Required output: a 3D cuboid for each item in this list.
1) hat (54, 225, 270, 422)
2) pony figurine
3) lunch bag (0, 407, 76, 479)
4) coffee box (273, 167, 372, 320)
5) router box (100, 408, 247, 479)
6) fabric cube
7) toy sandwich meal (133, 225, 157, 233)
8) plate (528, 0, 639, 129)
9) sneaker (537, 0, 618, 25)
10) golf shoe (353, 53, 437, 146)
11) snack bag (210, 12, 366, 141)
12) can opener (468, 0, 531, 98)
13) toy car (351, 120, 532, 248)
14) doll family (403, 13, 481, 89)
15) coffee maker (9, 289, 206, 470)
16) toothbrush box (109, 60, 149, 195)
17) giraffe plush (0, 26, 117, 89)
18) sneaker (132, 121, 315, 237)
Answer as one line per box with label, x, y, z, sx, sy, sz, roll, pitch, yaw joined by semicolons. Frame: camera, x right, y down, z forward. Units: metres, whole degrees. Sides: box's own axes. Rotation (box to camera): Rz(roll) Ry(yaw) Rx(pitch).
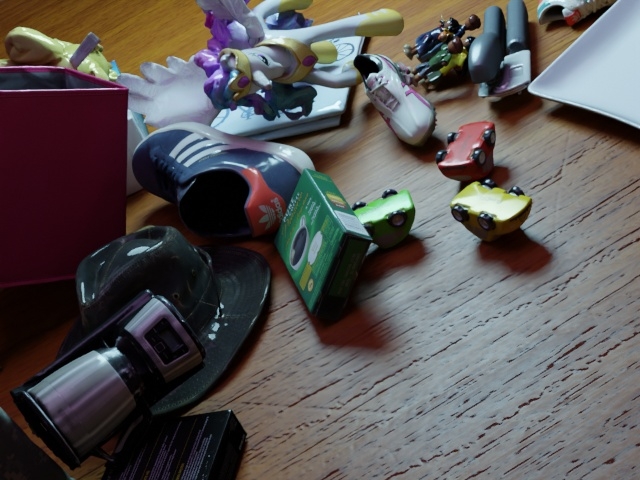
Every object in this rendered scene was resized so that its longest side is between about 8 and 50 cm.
hat;-0.221;0.069;1.206;0.331;0.134;0.331;-17;33;12
pony figurine;-0.108;-0.300;1.475;0.351;0.303;0.363;25;33;32
lunch bag;-0.438;0.225;1.032;0.287;0.235;0.169;3;47;37
coffee box;0.000;0.000;1.178;0.040;0.113;0.184;13;21;-24
router box;-0.158;0.253;0.975;0.133;0.046;0.179;-12;34;22
fabric cube;-0.427;-0.098;1.365;0.254;0.258;0.259;-8;19;-32
toy sandwich meal;-0.254;0.012;1.411;0.085;0.029;0.085;-29;27;16
plate;0.444;-0.236;1.232;0.278;0.045;0.277;-44;34;-8
sneaker;0.398;-0.351;1.468;0.161;0.057;0.075;3;58;35
golf shoe;0.099;-0.197;1.386;0.067;0.086;0.186;-56;38;26
snack bag;-0.082;-0.262;1.680;0.323;0.037;0.342;-12;35;20
can opener;0.266;-0.287;1.431;0.074;0.093;0.280;-12;29;20
toy car;0.131;-0.042;1.196;0.225;0.053;0.239;-21;31;8
doll family;0.191;-0.293;1.495;0.111;0.076;0.193;-35;32;23
coffee maker;-0.227;0.138;1.039;0.178;0.120;0.171;-38;30;-24
toothbrush box;-0.405;-0.166;1.679;0.216;0.126;0.295;-26;31;-4
giraffe plush;-0.409;-0.266;1.583;0.210;0.181;0.170;-28;10;12
sneaker;-0.172;-0.075;1.373;0.350;0.131;0.148;8;36;41
